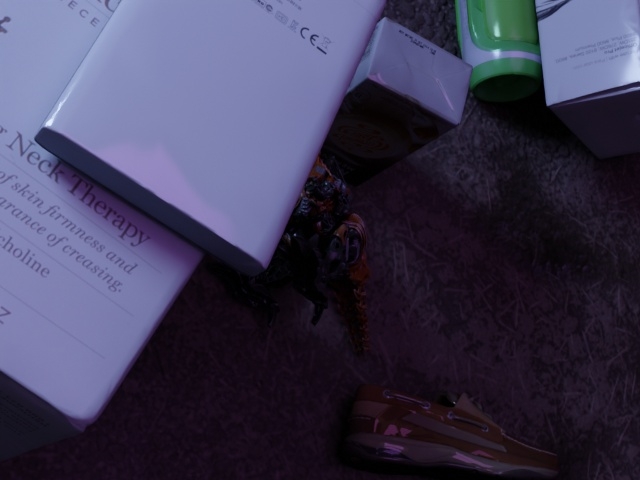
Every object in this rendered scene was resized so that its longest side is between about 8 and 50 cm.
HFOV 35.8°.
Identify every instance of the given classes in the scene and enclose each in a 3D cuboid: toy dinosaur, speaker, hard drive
[{"bbox_3d":[0.000,0.000,1.287,0.322,0.164,0.218,50,42,-2],"label":"toy dinosaur"},{"bbox_3d":[0.283,-0.377,1.575,0.131,0.131,0.296,8,71,-28],"label":"speaker"},{"bbox_3d":[-0.088,-0.171,0.957,0.233,0.047,0.353,34,59,-18],"label":"hard drive"}]

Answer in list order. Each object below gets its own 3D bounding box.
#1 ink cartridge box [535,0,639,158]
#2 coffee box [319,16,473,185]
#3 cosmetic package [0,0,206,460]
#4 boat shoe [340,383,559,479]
[{"bbox_3d":[0.464,-0.363,1.589,0.285,0.166,0.395,23,60,-55],"label":"ink cartridge box"},{"bbox_3d":[0.067,-0.175,1.314,0.141,0.246,0.098,25,64,-20],"label":"coffee box"},{"bbox_3d":[-0.306,-0.039,1.010,0.329,0.327,0.393,38,59,-14],"label":"cosmetic package"},{"bbox_3d":[0.181,0.259,1.323,0.324,0.122,0.120,16,64,-26],"label":"boat shoe"}]
